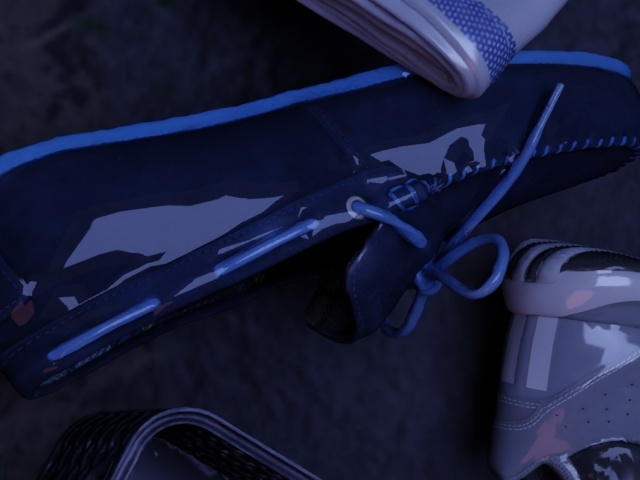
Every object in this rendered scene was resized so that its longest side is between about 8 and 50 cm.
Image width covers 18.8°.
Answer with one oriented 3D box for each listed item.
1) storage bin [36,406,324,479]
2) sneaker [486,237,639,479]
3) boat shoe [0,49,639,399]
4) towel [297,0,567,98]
[{"bbox_3d":[-0.023,0.147,0.666,0.180,0.084,0.122,33,72,-17],"label":"storage bin"},{"bbox_3d":[0.162,0.083,0.768,0.229,0.086,0.132,13,90,-20],"label":"sneaker"},{"bbox_3d":[0.000,0.000,0.690,0.258,0.109,0.089,-15,73,-11],"label":"boat shoe"},{"bbox_3d":[0.052,-0.199,0.717,0.209,0.034,0.285,35,67,14],"label":"towel"}]
